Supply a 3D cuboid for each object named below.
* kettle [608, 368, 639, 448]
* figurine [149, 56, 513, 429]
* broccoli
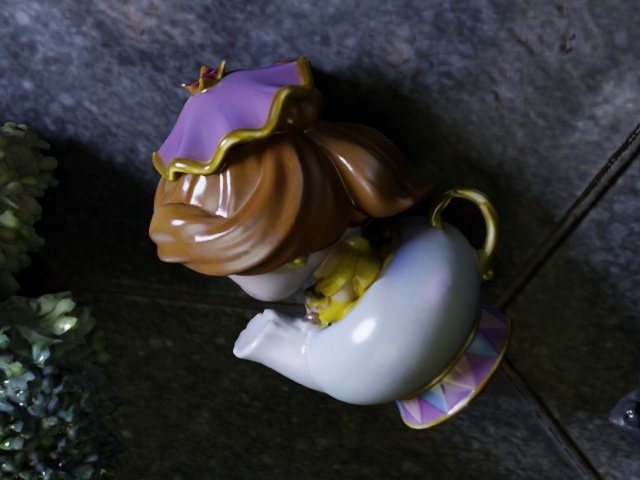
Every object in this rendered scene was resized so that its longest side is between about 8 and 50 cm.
[{"bbox_3d":[0.333,0.132,0.754,0.268,0.207,0.290,-26,109,39],"label":"kettle"},{"bbox_3d":[0.000,0.000,0.798,0.189,0.142,0.263,-44,107,9],"label":"figurine"},{"bbox_3d":[-0.261,0.035,0.855,0.375,0.302,0.249,32,114,26],"label":"broccoli"}]
